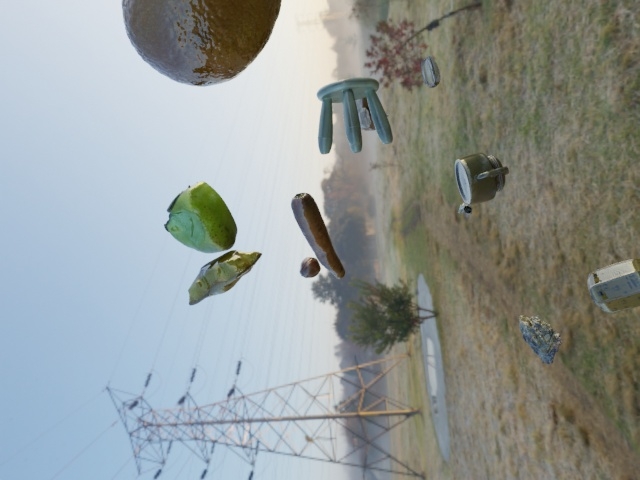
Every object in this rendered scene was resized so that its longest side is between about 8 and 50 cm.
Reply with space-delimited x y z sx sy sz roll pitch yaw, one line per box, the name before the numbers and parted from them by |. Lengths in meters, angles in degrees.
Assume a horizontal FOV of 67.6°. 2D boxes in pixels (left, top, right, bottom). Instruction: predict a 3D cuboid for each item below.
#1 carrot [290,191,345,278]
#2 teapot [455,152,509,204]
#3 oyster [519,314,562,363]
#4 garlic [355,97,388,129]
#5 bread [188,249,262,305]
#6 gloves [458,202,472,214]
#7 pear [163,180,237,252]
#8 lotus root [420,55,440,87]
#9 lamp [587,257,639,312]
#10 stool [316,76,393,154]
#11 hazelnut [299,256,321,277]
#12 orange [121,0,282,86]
carrot | 0.000 0.000 1.046 0.059 0.059 0.248 -87 -25 -55
teapot | 0.613 -0.240 1.775 0.267 0.175 0.186 -34 -73 -86
oyster | 0.621 0.272 1.368 0.177 0.056 0.106 -100 14 -53
garlic | 0.172 -0.479 1.758 0.124 0.099 0.175 34 146 51
bread | -0.282 0.093 1.384 0.088 0.232 0.161 56 -152 -17
gloves | 0.432 -0.090 1.407 0.044 0.037 0.081 44 179 -2
pear | -0.445 -0.046 1.823 0.159 0.292 0.293 -47 -41 -44
lotus root | 0.281 -0.423 1.213 0.037 0.030 0.084 -32 62 53
lamp | 0.995 0.148 1.572 0.161 0.185 0.162 28 -130 -39
stool | 0.093 -0.377 1.472 0.195 0.195 0.199 -3 94 51
hazelnut | -0.040 0.098 1.723 0.086 0.085 0.086 -5 -90 -84
orange | -0.249 -0.517 1.042 0.322 0.356 0.322 37 -146 -31
